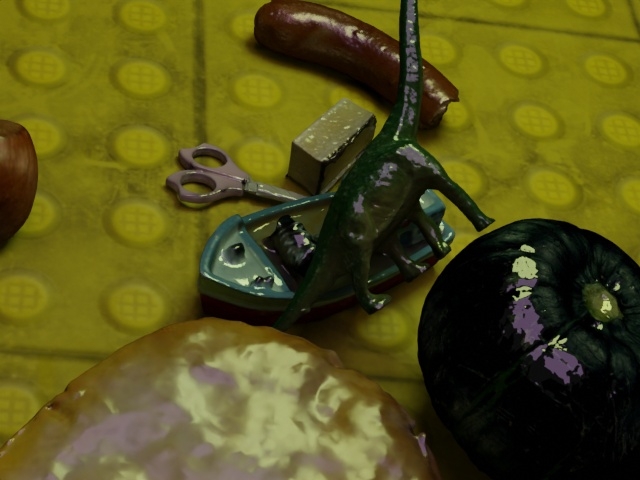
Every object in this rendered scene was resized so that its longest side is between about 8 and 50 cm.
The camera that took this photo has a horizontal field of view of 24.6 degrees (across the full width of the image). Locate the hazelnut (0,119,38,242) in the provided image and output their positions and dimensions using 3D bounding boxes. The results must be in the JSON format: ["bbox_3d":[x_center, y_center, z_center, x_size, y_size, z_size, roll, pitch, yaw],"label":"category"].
[{"bbox_3d":[-0.389,-0.069,1.628,0.150,0.150,0.150,8,46,-8],"label":"hazelnut"}]

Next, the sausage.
[{"bbox_3d":[0.053,-0.242,1.955,0.302,0.076,0.103,30,46,13],"label":"sausage"}]

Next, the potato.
[{"bbox_3d":[0.015,-0.117,1.822,0.061,0.086,0.122,35,54,14],"label":"potato"}]

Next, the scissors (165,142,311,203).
[{"bbox_3d":[-0.079,-0.062,1.786,0.212,0.021,0.110,16,42,0],"label":"scissors"}]

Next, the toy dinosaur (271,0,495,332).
[{"bbox_3d":[0.037,-0.092,1.584,0.447,0.087,0.301,-35,91,-10],"label":"toy dinosaur"}]

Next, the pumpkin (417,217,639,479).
[{"bbox_3d":[0.236,0.135,1.546,0.315,0.238,0.315,29,36,-23],"label":"pumpkin"}]

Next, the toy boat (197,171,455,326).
[{"bbox_3d":[0.000,0.000,1.672,0.331,0.133,0.145,-20,57,-30],"label":"toy boat"}]

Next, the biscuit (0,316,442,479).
[{"bbox_3d":[-0.091,0.268,1.412,0.429,0.104,0.446,30,50,12],"label":"biscuit"}]
